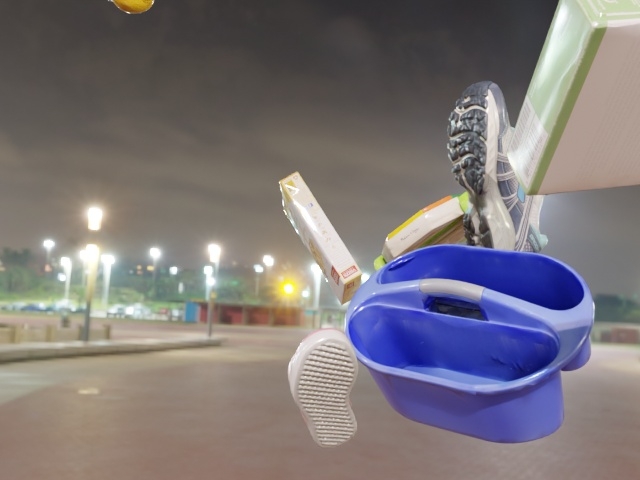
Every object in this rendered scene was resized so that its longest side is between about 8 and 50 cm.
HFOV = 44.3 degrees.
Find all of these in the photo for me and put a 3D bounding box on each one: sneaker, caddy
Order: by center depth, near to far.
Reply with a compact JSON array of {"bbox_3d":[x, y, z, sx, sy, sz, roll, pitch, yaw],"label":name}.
[{"bbox_3d":[-0.003,0.096,0.599,0.051,0.070,0.134,-16,-43,-8],"label":"sneaker"},{"bbox_3d":[0.197,0.119,1.059,0.341,0.241,0.179,6,-45,37],"label":"caddy"},{"bbox_3d":[0.267,-0.097,1.149,0.122,0.283,0.110,-16,20,-17],"label":"sneaker"}]

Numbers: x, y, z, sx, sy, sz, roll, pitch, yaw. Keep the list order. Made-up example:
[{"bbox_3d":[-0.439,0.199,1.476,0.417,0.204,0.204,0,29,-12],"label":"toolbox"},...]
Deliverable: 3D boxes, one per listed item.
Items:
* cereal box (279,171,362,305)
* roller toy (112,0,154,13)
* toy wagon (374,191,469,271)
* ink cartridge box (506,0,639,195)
[{"bbox_3d":[0.000,0.000,1.540,0.047,0.240,0.173,-29,-16,-9],"label":"cereal box"},{"bbox_3d":[-0.269,-0.451,1.146,0.146,0.209,0.191,4,-47,43],"label":"roller toy"},{"bbox_3d":[0.276,-0.020,1.716,0.267,0.068,0.344,-39,-17,33],"label":"toy wagon"},{"bbox_3d":[0.277,-0.114,0.589,0.235,0.056,0.171,-6,-37,-9],"label":"ink cartridge box"}]
